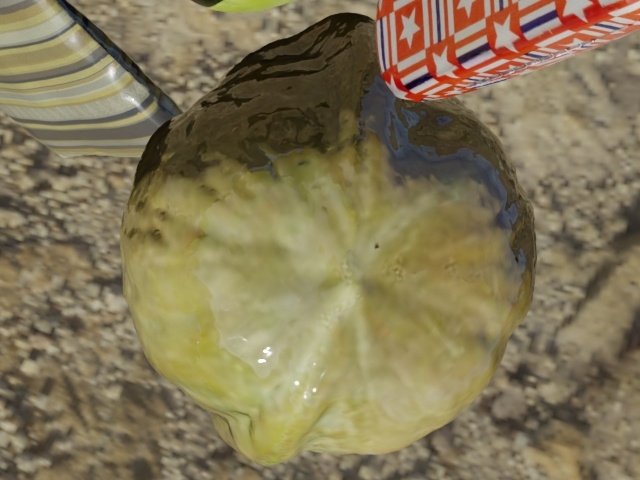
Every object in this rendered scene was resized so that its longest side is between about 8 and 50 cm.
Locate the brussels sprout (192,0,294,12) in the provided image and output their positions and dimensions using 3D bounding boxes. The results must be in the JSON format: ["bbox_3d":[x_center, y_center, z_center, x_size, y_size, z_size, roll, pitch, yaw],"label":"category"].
[{"bbox_3d":[-0.039,-0.323,1.326,0.328,0.328,0.247,-22,67,-32],"label":"brussels sprout"}]

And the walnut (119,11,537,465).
[{"bbox_3d":[0.000,0.000,0.948,0.227,0.283,0.282,14,89,-10],"label":"walnut"}]

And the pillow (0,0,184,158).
[{"bbox_3d":[-0.202,-0.127,1.212,0.212,0.208,0.052,45,63,-33],"label":"pillow"}]

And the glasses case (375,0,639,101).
[{"bbox_3d":[0.087,-0.109,0.706,0.049,0.194,0.073,0,83,-28],"label":"glasses case"}]
